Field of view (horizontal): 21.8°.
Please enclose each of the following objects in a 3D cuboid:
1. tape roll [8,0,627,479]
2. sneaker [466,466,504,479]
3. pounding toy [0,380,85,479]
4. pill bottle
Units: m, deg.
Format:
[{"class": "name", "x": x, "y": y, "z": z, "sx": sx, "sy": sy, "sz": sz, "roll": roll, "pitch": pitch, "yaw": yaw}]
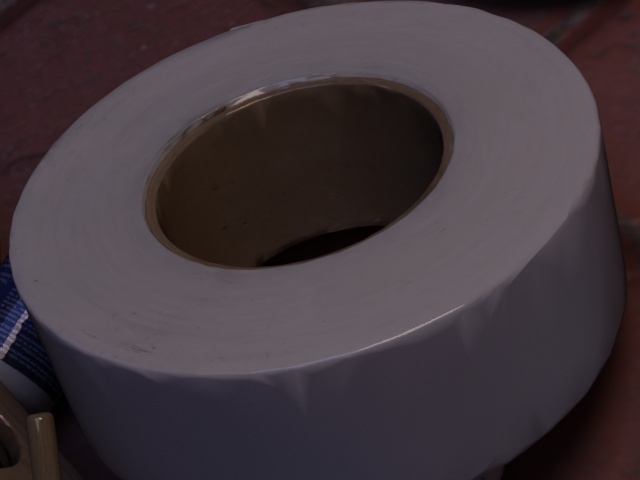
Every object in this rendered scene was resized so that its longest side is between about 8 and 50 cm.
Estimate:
[{"class": "tape roll", "x": 0.000, "y": 0.000, "z": 0.801, "sx": 0.286, "sy": 0.100, "sz": 0.286, "roll": -11, "pitch": 37, "yaw": 9}, {"class": "sneaker", "x": 0.028, "y": 0.160, "z": 0.744, "sx": 0.087, "sy": 0.092, "sz": 0.229, "roll": 2, "pitch": 39, "yaw": 27}, {"class": "pounding toy", "x": -0.151, "y": 0.142, "z": 0.783, "sx": 0.206, "sy": 0.094, "sz": 0.181, "roll": 44, "pitch": 110, "yaw": 24}, {"class": "pill bottle", "x": -0.162, "y": 0.056, "z": 0.901, "sx": 0.067, "sy": 0.067, "sz": 0.120, "roll": 18, "pitch": 66, "yaw": 32}]
